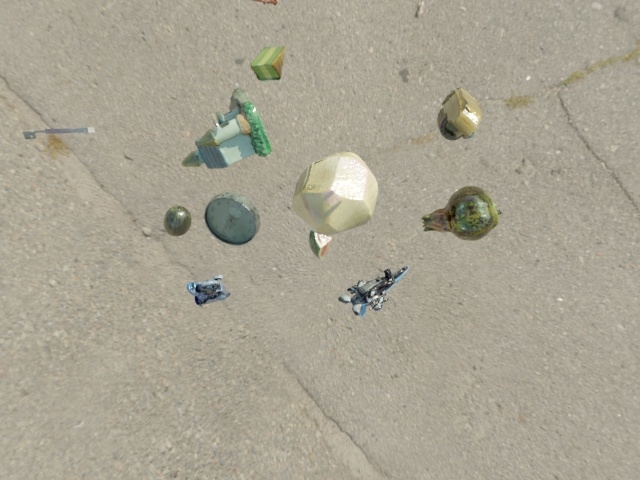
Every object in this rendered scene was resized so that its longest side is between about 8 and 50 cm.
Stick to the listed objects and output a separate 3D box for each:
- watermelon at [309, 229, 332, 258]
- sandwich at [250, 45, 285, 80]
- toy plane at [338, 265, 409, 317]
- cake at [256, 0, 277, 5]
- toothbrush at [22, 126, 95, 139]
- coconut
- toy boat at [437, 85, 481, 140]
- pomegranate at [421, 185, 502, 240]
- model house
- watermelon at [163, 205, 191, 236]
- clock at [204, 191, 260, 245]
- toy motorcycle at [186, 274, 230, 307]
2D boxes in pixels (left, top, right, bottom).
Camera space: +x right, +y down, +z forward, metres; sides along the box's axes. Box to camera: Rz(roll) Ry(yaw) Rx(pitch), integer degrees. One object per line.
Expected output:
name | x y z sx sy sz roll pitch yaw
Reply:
watermelon | -0.004 0.004 1.313 0.072 0.085 0.092 -7 56 -31
sandwich | -0.148 -0.526 1.208 0.074 0.074 0.117 3 77 16
toy plane | 0.181 0.142 1.326 0.246 0.169 0.078 -38 121 -11
cake | -0.171 -0.586 0.897 0.220 0.117 0.086 -18 65 -43
toothbrush | -0.492 -0.202 0.790 0.194 0.014 0.017 3 108 25
coconut | 0.055 -0.173 1.715 0.352 0.352 0.353 0 85 1
toy boat | 0.377 -0.341 1.172 0.089 0.310 0.115 37 121 -10
pomegranate | 0.548 -0.079 1.649 0.276 0.222 0.204 -39 79 11
model house | -0.371 -0.373 1.532 0.324 0.267 0.194 -26 129 -4
watermelon | -0.418 -0.057 1.241 0.078 0.111 0.078 13 51 -16
clock | -0.333 -0.076 1.595 0.214 0.042 0.215 7 124 10
toy motorcycle | -0.429 0.196 1.608 0.135 0.254 0.092 -15 70 -4
